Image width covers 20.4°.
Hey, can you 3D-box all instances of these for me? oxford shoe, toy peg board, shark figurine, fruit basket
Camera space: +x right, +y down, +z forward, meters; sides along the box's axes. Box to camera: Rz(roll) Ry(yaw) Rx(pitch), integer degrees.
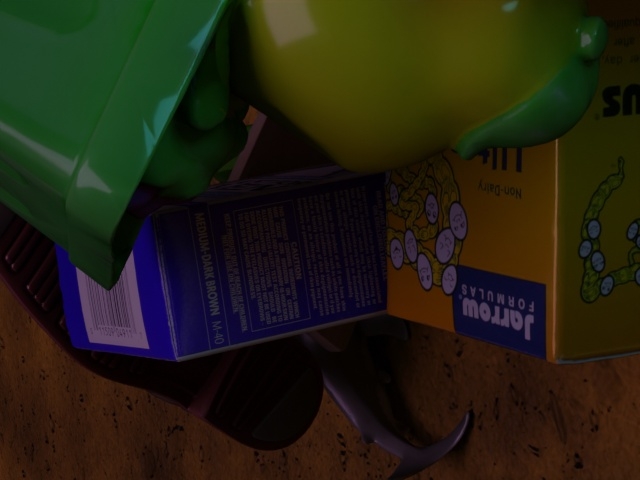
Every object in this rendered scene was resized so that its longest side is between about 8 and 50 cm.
[{"bbox_3d":[-0.153,0.054,1.398,0.123,0.348,0.130,-55,35,-12],"label":"oxford shoe"},{"bbox_3d":[-0.031,-0.016,1.452,0.079,0.160,0.161,-7,52,47],"label":"toy peg board"},{"bbox_3d":[0.012,0.113,1.528,0.166,0.116,0.278,-60,43,48],"label":"shark figurine"},{"bbox_3d":[-0.027,-0.142,1.019,0.283,0.392,0.392,129,131,-78],"label":"fruit basket"}]

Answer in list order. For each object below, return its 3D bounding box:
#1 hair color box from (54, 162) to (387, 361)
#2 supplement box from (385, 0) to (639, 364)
[{"bbox_3d":[0.000,0.000,1.289,0.185,0.339,0.110,0,99,60],"label":"hair color box"},{"bbox_3d":[0.166,-0.121,1.123,0.194,0.195,0.356,13,108,59],"label":"supplement box"}]
